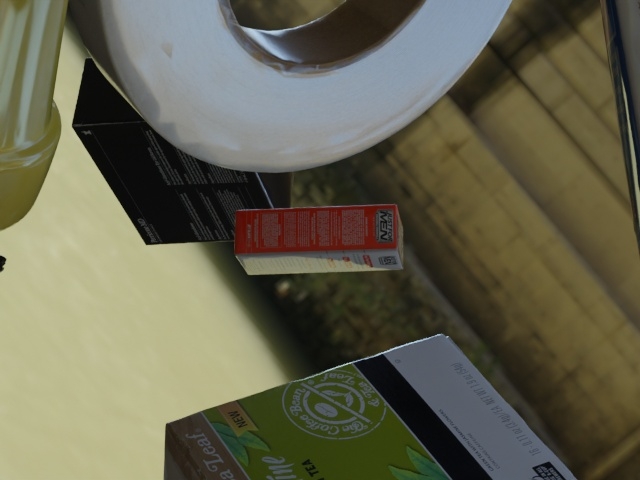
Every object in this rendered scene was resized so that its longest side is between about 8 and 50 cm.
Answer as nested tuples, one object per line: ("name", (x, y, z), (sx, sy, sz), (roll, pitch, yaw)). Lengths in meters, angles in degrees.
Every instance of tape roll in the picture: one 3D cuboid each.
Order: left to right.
("tape roll", (-0.004, -0.234, 1.169), (0.392, 0.392, 0.072), (37, 5, -47))

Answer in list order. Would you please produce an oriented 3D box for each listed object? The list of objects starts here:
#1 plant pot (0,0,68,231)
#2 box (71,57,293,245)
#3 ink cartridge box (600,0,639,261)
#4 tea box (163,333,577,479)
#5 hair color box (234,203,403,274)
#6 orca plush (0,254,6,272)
("plant pot", (-0.327, -0.168, 1.330), (0.254, 0.239, 0.254), (20, 28, -11))
("box", (-0.151, -0.102, 1.793), (0.261, 0.184, 0.103), (67, 22, -57))
("ink cartridge box", (0.303, 0.004, 0.805), (0.151, 0.270, 0.395), (4, 77, -79))
("tea box", (0.061, 0.301, 1.459), (0.329, 0.324, 0.220), (47, -36, 42))
("hair color box", (0.000, 0.000, 1.360), (0.072, 0.141, 0.043), (67, 22, -73))
("orca plush", (-0.357, 0.152, 1.440), (0.102, 0.151, 0.287), (57, 37, -56))
